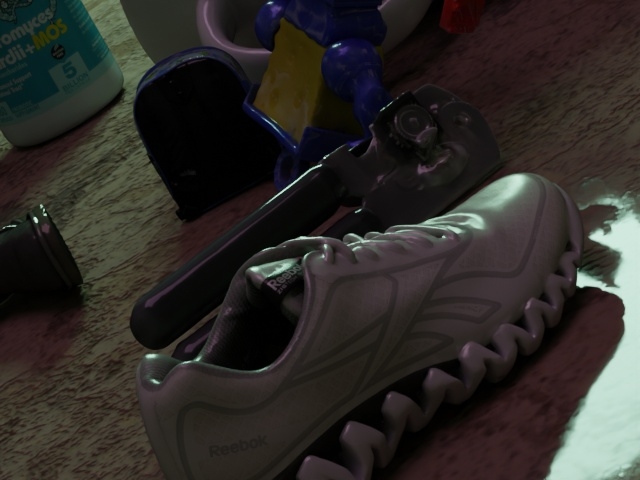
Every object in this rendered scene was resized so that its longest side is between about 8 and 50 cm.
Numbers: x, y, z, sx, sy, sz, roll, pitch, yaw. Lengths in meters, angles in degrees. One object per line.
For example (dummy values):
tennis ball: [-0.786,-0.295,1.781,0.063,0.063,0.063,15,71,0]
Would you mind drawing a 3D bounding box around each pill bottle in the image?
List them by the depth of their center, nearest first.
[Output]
pill bottle: [-0.330,-0.242,1.870,0.146,0.264,0.146,-26,20,10]

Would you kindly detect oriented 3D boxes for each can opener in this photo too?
can opener: [0.000,0.000,1.141,0.283,0.076,0.095,-38,-11,-23]

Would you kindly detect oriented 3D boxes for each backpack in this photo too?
backpack: [-0.092,-0.094,1.398,0.105,0.114,0.084,-27,20,8]

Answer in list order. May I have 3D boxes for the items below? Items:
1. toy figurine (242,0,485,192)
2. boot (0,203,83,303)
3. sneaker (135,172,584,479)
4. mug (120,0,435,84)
toy figurine: [-0.034,-0.145,1.300,0.191,0.217,0.362,0,23,-29]
boot: [-0.296,0.052,1.378,0.209,0.076,0.190,-27,4,-16]
sneaker: [0.027,0.038,0.908,0.292,0.118,0.110,-40,20,-32]
mug: [-0.006,-0.276,1.554,0.328,0.276,0.374,-11,47,14]
